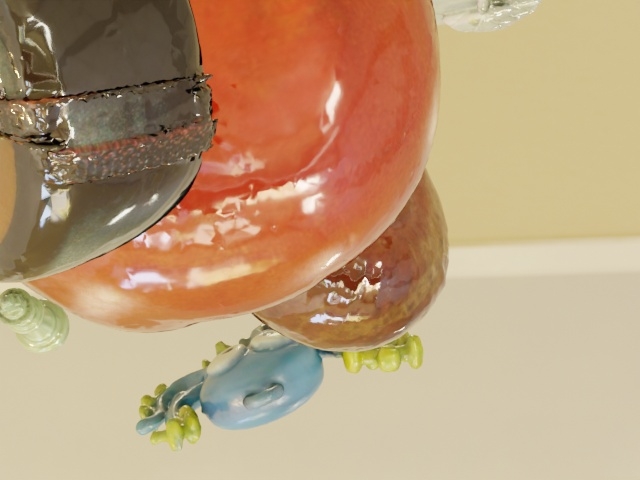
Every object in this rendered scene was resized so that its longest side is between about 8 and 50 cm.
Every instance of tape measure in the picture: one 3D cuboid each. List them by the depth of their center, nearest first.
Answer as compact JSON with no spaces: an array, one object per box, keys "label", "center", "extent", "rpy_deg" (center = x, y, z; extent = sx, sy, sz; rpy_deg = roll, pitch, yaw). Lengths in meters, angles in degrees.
[{"label":"tape measure","center":[-0.145,-0.087,0.731],"extent":[0.223,0.135,0.202],"rpy_deg":[36,136,32]}]

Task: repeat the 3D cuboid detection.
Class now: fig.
[{"label":"fig","center":[0.002,0.000,1.287],"extent":[0.205,0.205,0.205],"rpy_deg":[178,90,-89]}]

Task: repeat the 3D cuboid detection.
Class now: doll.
[{"label":"doll","center":[-0.059,0.139,1.901],"extent":[0.341,0.346,0.099],"rpy_deg":[-108,1,-77]}]

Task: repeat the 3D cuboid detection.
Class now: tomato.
[{"label":"tomato","center":[-0.082,-0.096,0.995],"extent":[0.293,0.325,0.290],"rpy_deg":[163,88,-77]}]

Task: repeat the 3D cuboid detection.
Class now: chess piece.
[{"label":"chess piece","center":[-0.301,0.077,1.645],"extent":[0.149,0.059,0.059],"rpy_deg":[72,-165,-76]}]

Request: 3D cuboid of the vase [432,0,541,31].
[{"label":"vase","center":[0.127,-0.321,1.704],"extent":[0.445,0.250,0.250],"rpy_deg":[-34,51,49]}]
